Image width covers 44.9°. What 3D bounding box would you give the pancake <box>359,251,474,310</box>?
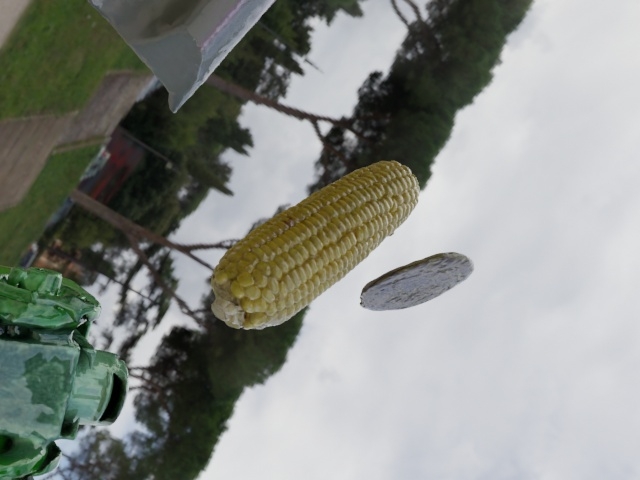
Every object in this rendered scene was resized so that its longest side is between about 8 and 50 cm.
[{"bbox_3d":[0.088,0.040,0.703,0.115,0.115,0.011,-40,-124,38],"label":"pancake"}]

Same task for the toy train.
[{"bbox_3d":[-0.249,0.064,0.474,0.188,0.243,0.132,14,-90,57],"label":"toy train"}]

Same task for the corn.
[{"bbox_3d":[0.000,0.000,0.576,0.206,0.067,0.067,-34,-175,-36],"label":"corn"}]

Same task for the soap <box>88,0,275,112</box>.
[{"bbox_3d":[-0.052,-0.275,0.590,0.302,0.159,0.258,-43,-166,12],"label":"soap"}]
